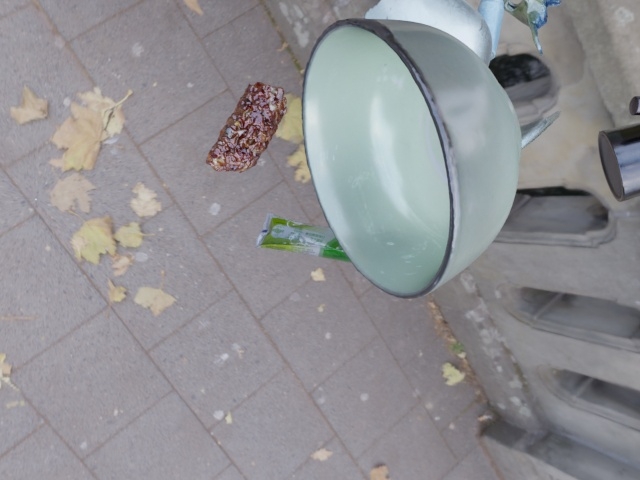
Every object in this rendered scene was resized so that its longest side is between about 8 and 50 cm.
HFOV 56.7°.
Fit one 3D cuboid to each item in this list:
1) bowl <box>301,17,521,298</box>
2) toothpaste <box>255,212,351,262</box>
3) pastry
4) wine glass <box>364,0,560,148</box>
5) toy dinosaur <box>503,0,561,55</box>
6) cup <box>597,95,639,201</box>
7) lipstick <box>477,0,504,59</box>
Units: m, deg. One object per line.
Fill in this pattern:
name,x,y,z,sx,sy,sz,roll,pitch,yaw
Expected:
bowl,0.133,-0.120,0.776,0.185,0.354,0.354,-19,102,-22
toothpaste,0.000,0.000,1.086,0.047,0.248,0.078,62,42,-60
pastry,-0.139,-0.217,1.155,0.097,0.115,0.208,26,67,1
wine glass,0.204,-0.263,0.983,0.238,0.238,0.323,-40,94,-18
toy dinosaur,0.539,-0.592,1.515,0.147,0.076,0.363,32,45,0
cup,0.718,-0.197,1.275,0.177,0.239,0.166,-15,70,16
lipstick,0.411,-0.567,1.420,0.068,0.061,0.274,35,65,-63
